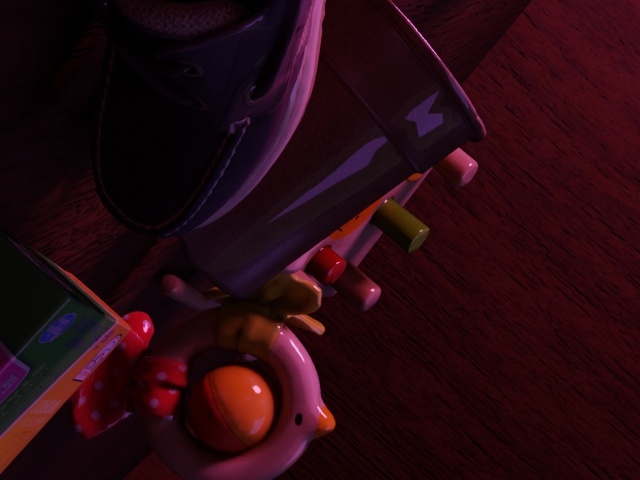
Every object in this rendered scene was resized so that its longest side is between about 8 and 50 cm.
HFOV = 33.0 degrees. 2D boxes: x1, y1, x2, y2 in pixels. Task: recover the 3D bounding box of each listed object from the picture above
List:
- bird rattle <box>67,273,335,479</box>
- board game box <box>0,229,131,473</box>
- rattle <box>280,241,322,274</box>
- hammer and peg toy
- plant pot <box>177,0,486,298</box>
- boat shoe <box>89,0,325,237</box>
[{"bbox_3d":[-0.101,0.125,0.963,0.253,0.207,0.143,-30,170,-5],"label":"bird rattle"},{"bbox_3d":[-0.256,0.141,0.636,0.316,0.064,0.242,-48,176,-7],"label":"board game box"},{"bbox_3d":[-0.040,-0.079,0.900,0.143,0.130,0.200,-161,-95,-83],"label":"rattle"},{"bbox_3d":[0.000,0.000,1.156,0.361,0.127,0.266,-53,159,11],"label":"hammer and peg toy"},{"bbox_3d":[-0.024,-0.066,0.605,0.165,0.167,0.167,-41,177,4],"label":"plant pot"},{"bbox_3d":[-0.045,-0.102,0.411,0.092,0.103,0.285,-37,165,-48],"label":"boat shoe"}]
